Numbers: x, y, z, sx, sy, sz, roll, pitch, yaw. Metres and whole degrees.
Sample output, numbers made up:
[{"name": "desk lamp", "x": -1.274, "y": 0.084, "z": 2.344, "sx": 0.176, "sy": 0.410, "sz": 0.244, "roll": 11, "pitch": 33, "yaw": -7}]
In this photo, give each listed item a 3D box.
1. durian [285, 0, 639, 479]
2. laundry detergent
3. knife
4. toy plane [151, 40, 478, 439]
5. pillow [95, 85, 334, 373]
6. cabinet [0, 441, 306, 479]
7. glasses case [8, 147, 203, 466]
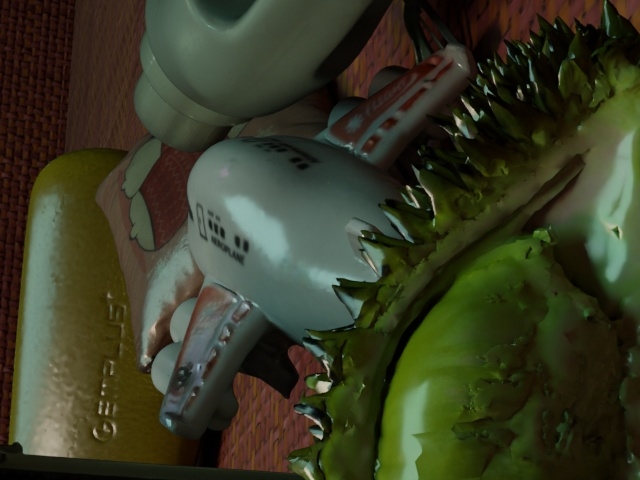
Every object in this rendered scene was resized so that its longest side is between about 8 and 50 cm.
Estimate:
[{"name": "durian", "x": 0.087, "y": 0.083, "z": 0.691, "sx": 0.169, "sy": 0.158, "sz": 0.352, "roll": -6, "pitch": 74, "yaw": 32}, {"name": "laundry detergent", "x": -0.007, "y": -0.172, "z": 0.942, "sx": 0.398, "sy": 0.124, "sz": 0.264, "roll": -52, "pitch": 23, "yaw": 47}, {"name": "knife", "x": 0.050, "y": -0.059, "z": 1.046, "sx": 0.078, "sy": 0.022, "sz": 0.166, "roll": -115, "pitch": 32, "yaw": -42}, {"name": "toy plane", "x": 0.003, "y": 0.002, "z": 0.937, "sx": 0.252, "sy": 0.118, "sz": 0.252, "roll": -32, "pitch": 34, "yaw": 25}, {"name": "pillow", "x": -0.072, "y": -0.040, "z": 1.289, "sx": 0.223, "sy": 0.084, "sz": 0.236, "roll": -44, "pitch": 29, "yaw": 14}, {"name": "cabinet", "x": -0.093, "y": 0.265, "z": 0.860, "sx": 0.227, "sy": 0.318, "sz": 0.290, "roll": -120, "pitch": 38, "yaw": -65}, {"name": "glasses case", "x": -0.180, "y": 0.105, "z": 1.576, "sx": 0.141, "sy": 0.173, "sz": 0.371, "roll": -174, "pitch": 89, "yaw": -88}]
